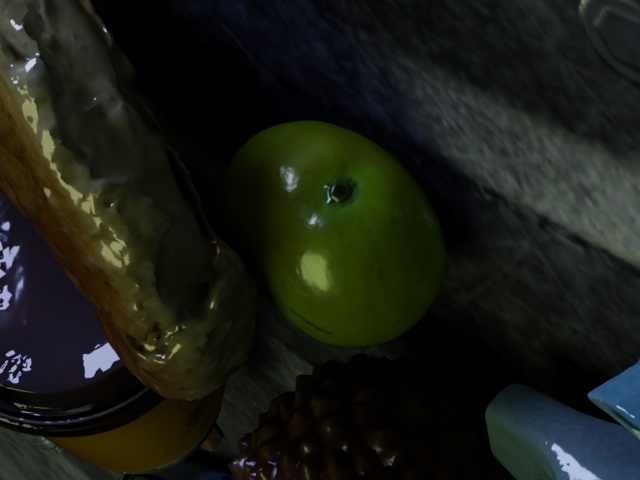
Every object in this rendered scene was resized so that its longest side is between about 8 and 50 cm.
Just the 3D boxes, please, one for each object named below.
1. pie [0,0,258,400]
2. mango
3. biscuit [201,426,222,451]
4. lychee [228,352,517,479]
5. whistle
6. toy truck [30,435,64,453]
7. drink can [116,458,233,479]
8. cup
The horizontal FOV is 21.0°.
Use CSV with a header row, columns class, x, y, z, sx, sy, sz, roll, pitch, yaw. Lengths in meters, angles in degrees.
class,x,y,z,sx,sy,sz,roll,pitch,yaw
pie,-0.135,-0.061,0.890,0.339,0.083,0.339,54,168,18
mango,-0.003,-0.005,0.861,0.117,0.089,0.163,53,161,-24
biscuit,-0.155,0.112,1.496,0.162,0.035,0.250,33,155,25
lychee,0.047,0.178,0.957,0.200,0.200,0.238,6,116,62
whistle,0.183,0.156,0.799,0.274,0.093,0.186,37,159,34
toy truck,-0.247,0.099,1.439,0.177,0.161,0.213,53,161,-4
drink can,-0.108,0.252,1.571,0.097,0.097,0.235,53,159,-16
cup,-0.151,0.063,1.177,0.196,0.196,0.279,40,168,18
